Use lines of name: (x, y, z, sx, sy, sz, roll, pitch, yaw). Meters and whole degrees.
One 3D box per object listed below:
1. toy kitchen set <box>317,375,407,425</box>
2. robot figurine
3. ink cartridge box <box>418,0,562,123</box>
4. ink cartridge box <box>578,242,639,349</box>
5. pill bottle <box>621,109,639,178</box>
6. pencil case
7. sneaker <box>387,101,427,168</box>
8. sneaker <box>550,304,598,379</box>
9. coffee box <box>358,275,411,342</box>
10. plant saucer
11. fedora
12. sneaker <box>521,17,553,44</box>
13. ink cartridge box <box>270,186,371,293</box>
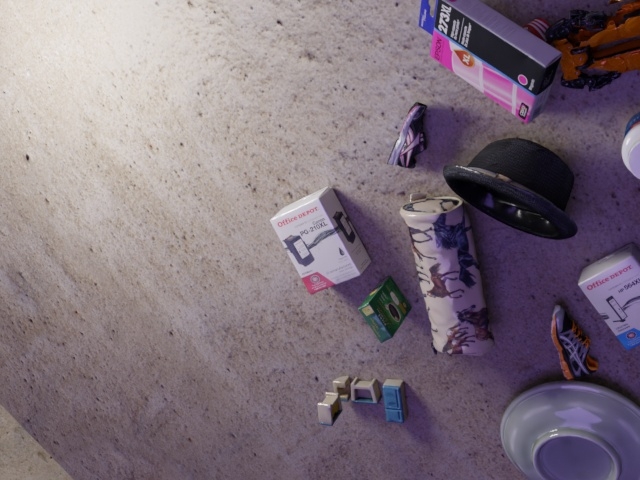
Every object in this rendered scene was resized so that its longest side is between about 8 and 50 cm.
toy kitchen set: (0.120, 0.481, 2.199, 0.207, 0.166, 0.122, 0, 111, 25)
robot figurine: (0.614, -0.417, 1.613, 0.291, 0.085, 0.211, -9, 138, 27)
ink cartridge box: (0.336, -0.420, 1.666, 0.371, 0.069, 0.176, 44, 159, 24)
ink cartridge box: (0.725, 0.131, 1.823, 0.148, 0.086, 0.203, -36, 95, 32)
pill bottle: (0.692, -0.198, 1.614, 0.124, 0.221, 0.124, 9, 115, 20)
pencil case: (0.314, 0.083, 1.937, 0.183, 0.160, 0.410, 18, 126, 66)
sneaker: (0.230, -0.254, 1.899, 0.077, 0.072, 0.178, 22, 128, 1)
sneaker: (0.625, 0.248, 1.925, 0.083, 0.084, 0.215, -12, 117, 29)
coffee box: (0.170, 0.177, 2.034, 0.040, 0.184, 0.113, -31, 97, 30)
plant saucer: (0.658, 0.544, 1.997, 0.400, 0.100, 0.400, 10, 122, 17)
fedora: (0.452, -0.135, 1.770, 0.334, 0.334, 0.152, 30, 85, 10)
sneaker: (0.472, -0.389, 1.713, 0.087, 0.128, 0.221, 43, 162, 30)
ink cartridge box: (0.000, 0.000, 2.082, 0.172, 0.100, 0.237, -23, 101, 30)
